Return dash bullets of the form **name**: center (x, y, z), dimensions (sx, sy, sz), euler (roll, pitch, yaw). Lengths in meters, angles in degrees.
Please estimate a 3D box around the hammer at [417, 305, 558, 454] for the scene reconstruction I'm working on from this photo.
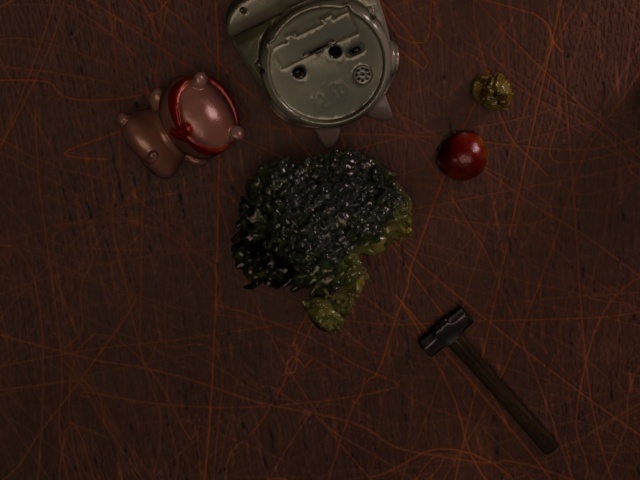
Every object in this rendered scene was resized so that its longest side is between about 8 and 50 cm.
- **hammer**: center (0.345, 0.291, 2.006), dimensions (0.111, 0.043, 0.365), euler (-40, 103, 7)

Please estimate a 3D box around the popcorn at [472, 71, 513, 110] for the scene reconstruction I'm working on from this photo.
- **popcorn**: center (0.312, -0.268, 1.858), dimensions (0.083, 0.068, 0.059), euler (35, 57, 13)

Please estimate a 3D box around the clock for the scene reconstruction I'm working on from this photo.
- **clock**: center (0.007, -0.323, 1.792), dimensions (0.265, 0.108, 0.324), euler (-26, 112, 5)

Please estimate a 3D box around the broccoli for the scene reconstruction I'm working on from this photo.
- **broccoli**: center (0.002, -0.008, 1.839), dimensions (0.293, 0.348, 0.281), euler (26, 142, 30)

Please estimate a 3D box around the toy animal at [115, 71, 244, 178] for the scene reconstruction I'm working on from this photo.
- **toy animal**: center (-0.244, -0.206, 1.811), dimensions (0.198, 0.171, 0.171), euler (-26, 103, 13)

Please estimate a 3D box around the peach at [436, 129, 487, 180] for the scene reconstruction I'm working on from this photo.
- **peach**: center (0.263, -0.154, 1.881), dimensions (0.098, 0.061, 0.098), euler (-2, 110, -6)
